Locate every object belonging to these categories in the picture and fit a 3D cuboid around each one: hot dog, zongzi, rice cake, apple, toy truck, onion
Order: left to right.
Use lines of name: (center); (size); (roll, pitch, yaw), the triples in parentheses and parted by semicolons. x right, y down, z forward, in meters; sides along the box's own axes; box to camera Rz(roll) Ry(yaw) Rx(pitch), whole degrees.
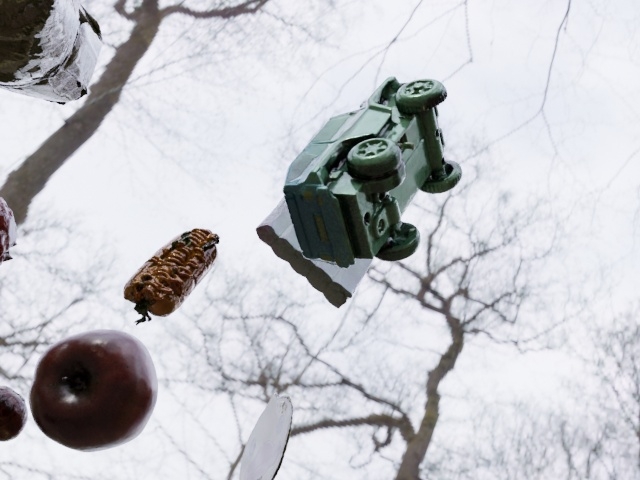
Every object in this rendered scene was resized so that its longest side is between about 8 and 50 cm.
zongzi: (-0.487, -0.318, 1.262); (0.356, 0.393, 0.174); (15, -92, -7)
onion: (-0.657, 0.355, 1.947); (0.117, 0.118, 0.118); (39, -50, -1)
apple: (-0.397, 0.268, 1.676); (0.234, 0.234, 0.234); (12, -53, 16)
hot dog: (-0.186, 0.037, 1.203); (0.072, 0.188, 0.055); (27, -55, 6)
rice cake: (0.000, 0.000, 1.390); (0.189, 0.198, 0.037); (40, -62, -11)
toy truck: (0.071, -0.092, 1.227); (0.156, 0.279, 0.155); (5, -51, 30)

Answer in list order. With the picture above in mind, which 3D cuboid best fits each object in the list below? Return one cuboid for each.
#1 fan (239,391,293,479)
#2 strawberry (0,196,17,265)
fan: (-0.112, 0.433, 1.816); (0.011, 0.335, 0.229); (23, -42, -18)
strawberry: (-0.667, -0.043, 1.690); (0.205, 0.205, 0.244); (4, -34, 21)
